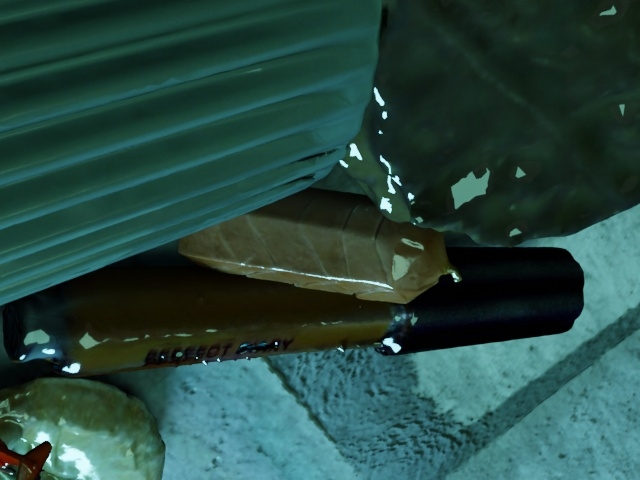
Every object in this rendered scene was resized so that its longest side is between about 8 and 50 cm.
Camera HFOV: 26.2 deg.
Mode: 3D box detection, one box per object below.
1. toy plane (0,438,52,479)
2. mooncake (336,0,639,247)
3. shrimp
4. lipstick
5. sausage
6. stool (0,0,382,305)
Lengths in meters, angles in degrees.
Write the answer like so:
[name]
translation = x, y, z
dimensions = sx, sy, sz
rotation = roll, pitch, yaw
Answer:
[toy plane]
translation = -0.234, 0.065, 0.789
dimensions = 0.077, 0.126, 0.194
rotation = -15, 144, 36
[mooncake]
translation = 0.117, -0.155, 0.756
dimensions = 0.324, 0.187, 0.324
rotation = -15, 132, -17
[shrimp]
translation = -0.223, 0.142, 0.882
dimensions = 0.317, 0.077, 0.168
rotation = 30, 97, -48
[lipstick]
translation = -0.003, 0.044, 0.926
dimensions = 0.418, 0.077, 0.077
rotation = -3, 127, -29
[sausage]
translation = 0.000, 0.000, 0.824
dimensions = 0.065, 0.169, 0.065
rotation = 9, 90, -67
[stool]
translation = -0.176, -0.098, 0.559
dimensions = 0.330, 0.297, 0.297
rotation = -16, 133, -25
